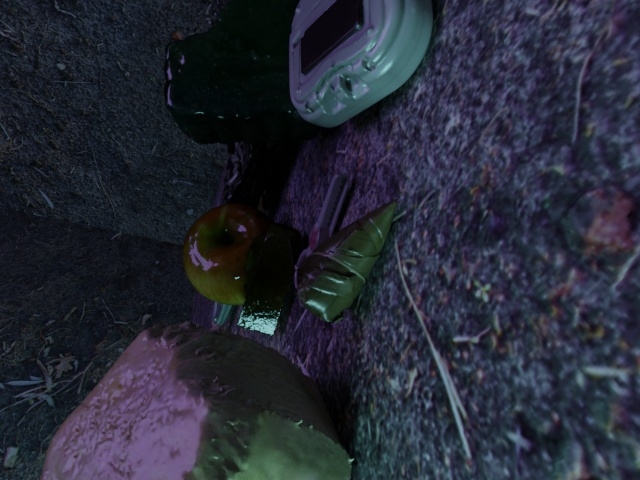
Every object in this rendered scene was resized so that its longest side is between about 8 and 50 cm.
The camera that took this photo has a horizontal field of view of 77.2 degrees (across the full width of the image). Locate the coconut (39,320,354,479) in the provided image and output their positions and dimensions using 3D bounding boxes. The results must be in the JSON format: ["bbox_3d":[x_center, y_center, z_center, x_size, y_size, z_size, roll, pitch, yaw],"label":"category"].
[{"bbox_3d":[-0.120,0.263,0.487,0.297,0.309,0.298,-18,50,23],"label":"coconut"}]

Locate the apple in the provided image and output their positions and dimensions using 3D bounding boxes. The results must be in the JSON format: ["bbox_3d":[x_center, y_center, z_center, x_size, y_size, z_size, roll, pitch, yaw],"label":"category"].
[{"bbox_3d":[-0.201,0.039,0.975,0.226,0.246,0.246,78,-168,-61],"label":"apple"}]

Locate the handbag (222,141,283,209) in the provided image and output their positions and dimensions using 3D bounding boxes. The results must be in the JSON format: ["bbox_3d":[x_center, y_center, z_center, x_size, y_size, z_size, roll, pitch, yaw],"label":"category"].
[{"bbox_3d":[-0.179,-0.261,1.099,0.317,0.180,0.416,-92,19,-54],"label":"handbag"}]

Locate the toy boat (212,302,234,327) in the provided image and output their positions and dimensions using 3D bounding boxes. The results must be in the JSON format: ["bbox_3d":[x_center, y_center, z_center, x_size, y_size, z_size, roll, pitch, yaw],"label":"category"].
[{"bbox_3d":[-0.319,0.149,1.352,0.141,0.092,0.320,19,96,65],"label":"toy boat"}]

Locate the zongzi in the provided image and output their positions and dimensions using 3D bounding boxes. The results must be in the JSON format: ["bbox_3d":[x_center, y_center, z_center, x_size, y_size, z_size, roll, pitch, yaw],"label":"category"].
[{"bbox_3d":[0.034,0.013,0.574,0.178,0.081,0.189,-54,8,1],"label":"zongzi"}]

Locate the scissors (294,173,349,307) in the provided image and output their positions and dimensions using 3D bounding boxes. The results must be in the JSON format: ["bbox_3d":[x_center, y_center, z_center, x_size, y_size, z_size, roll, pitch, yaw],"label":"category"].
[{"bbox_3d":[0.000,0.000,0.690,0.118,0.030,0.242,-111,36,-57],"label":"scissors"}]

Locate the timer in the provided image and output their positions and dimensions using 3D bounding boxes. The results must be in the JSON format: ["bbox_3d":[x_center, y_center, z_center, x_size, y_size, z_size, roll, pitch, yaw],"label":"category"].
[{"bbox_3d":[0.043,-0.312,0.601,0.262,0.087,0.237,-17,68,50],"label":"timer"}]

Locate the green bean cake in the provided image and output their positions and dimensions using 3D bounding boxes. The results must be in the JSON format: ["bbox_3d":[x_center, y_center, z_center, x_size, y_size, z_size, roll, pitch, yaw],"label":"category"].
[{"bbox_3d":[-0.142,-0.354,0.795,0.169,0.300,0.308,145,123,-81],"label":"green bean cake"}]

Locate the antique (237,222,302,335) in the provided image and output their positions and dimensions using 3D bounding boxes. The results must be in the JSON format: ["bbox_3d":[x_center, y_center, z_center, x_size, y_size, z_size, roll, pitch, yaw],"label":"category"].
[{"bbox_3d":[-0.099,0.074,0.819,0.081,0.080,0.221,-98,27,-73],"label":"antique"}]

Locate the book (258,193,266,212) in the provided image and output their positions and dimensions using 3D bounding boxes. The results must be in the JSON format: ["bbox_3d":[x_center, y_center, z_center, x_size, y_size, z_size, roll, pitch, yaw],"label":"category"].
[{"bbox_3d":[-0.252,-0.072,1.311,0.192,0.013,0.168,-43,30,11],"label":"book"}]
